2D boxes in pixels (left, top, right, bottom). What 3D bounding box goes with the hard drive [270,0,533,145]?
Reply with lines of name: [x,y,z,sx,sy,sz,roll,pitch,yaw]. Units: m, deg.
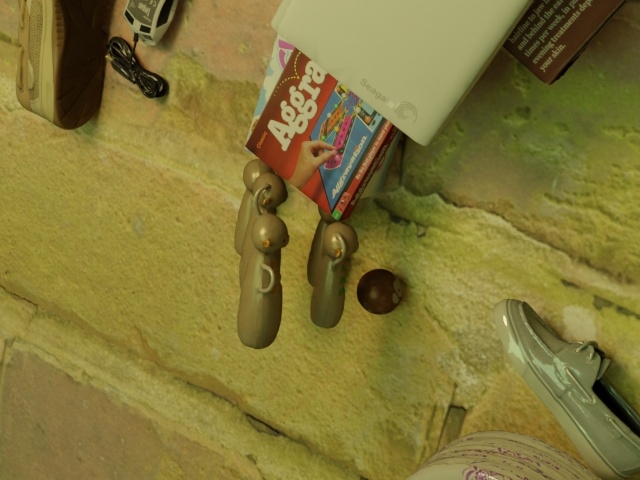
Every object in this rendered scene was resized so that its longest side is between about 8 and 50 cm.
hard drive: [0.099,-0.260,1.056,0.203,0.040,0.307,39,128,7]

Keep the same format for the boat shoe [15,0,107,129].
boat shoe: [-0.343,-0.317,1.487,0.110,0.122,0.341,23,113,27]

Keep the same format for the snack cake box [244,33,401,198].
snack cake box: [0.028,-0.194,1.288,0.152,0.089,0.264,29,114,24]

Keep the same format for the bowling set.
bowling set: [0.000,0.000,1.322,0.200,0.287,0.154,3,116,-11]

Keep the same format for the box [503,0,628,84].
box: [0.151,-0.351,1.088,0.381,0.143,0.191,42,128,2]

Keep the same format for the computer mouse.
computer mouse: [-0.213,-0.285,1.458,0.106,0.042,0.193,41,125,25]

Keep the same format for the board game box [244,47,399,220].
board game box: [0.034,-0.174,1.218,0.145,0.027,0.281,39,118,20]

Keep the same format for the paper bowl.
paper bowl: [0.216,0.337,1.228,0.284,0.148,0.284,16,118,33]

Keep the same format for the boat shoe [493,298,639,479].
boat shoe: [0.274,0.145,1.213,0.081,0.079,0.227,-38,85,26]
